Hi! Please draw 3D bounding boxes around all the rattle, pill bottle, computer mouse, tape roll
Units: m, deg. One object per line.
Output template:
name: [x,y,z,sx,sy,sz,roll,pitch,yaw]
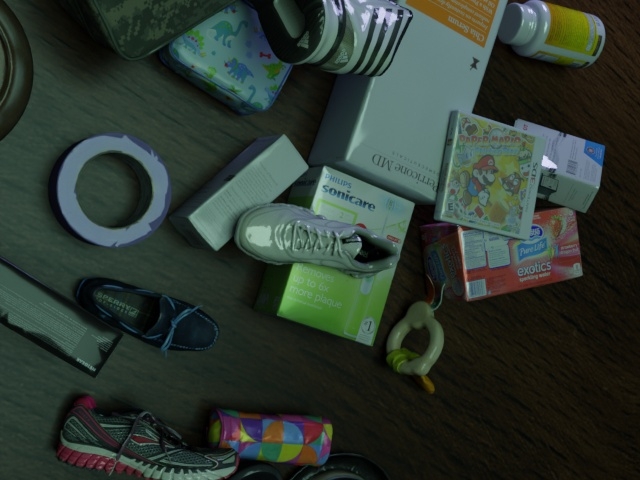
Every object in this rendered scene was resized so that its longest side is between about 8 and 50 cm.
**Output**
rattle: [0.223,0.187,1.772,0.143,0.130,0.199,30,66,-25]
pill bottle: [0.480,-0.434,1.873,0.215,0.117,0.117,6,89,-27]
computer mouse: [-0.161,0.486,1.583,0.189,0.072,0.272,14,111,-30]
tape roll: [-0.350,-0.083,1.486,0.189,0.080,0.189,0,91,-26]

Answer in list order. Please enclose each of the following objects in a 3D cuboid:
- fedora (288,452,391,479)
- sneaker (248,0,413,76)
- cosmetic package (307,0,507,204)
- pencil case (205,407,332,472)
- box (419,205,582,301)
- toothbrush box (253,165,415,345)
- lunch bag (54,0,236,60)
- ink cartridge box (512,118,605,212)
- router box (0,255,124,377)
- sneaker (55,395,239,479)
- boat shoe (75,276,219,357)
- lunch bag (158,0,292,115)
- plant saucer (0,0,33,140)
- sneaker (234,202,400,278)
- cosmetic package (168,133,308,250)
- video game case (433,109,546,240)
fedora: [0.054,0.576,1.669,0.334,0.152,0.334,-1,92,-27]
sneaker: [-0.002,-0.433,1.542,0.258,0.169,0.447,12,45,-40]
cosmetic package: [0.170,-0.316,1.697,0.230,0.161,0.453,21,83,-26]
pencil case: [-0.093,0.358,1.619,0.236,0.104,0.104,12,86,-26]
box: [0.367,0.020,1.815,0.300,0.142,0.154,-11,96,-26]
toothbrush box: [0.026,0.030,1.656,0.206,0.122,0.283,22,81,-25]
lunch bag: [-0.285,-0.459,1.416,0.305,0.256,0.212,-39,141,-19]
ink cartridge box: [0.470,-0.155,1.822,0.191,0.082,0.139,18,47,6]
router box: [-0.469,0.081,1.341,0.309,0.243,0.081,37,75,-22]
sneaker: [-0.280,0.337,1.480,0.299,0.121,0.112,12,81,-7]
boat shoe: [-0.288,0.139,1.518,0.258,0.089,0.109,17,84,-26]
lunch bag: [-0.156,-0.338,1.570,0.219,0.090,0.176,29,79,-24]
plant saucer: [-0.599,-0.274,1.374,0.311,0.050,0.310,-1,93,-28]
sneaker: [0.000,0.000,1.515,0.292,0.118,0.110,9,88,-22]
cosmetic package: [-0.144,-0.085,1.570,0.231,0.117,0.085,-45,111,-19]
video game case: [0.323,-0.119,1.684,0.227,0.026,0.206,11,87,-30]
